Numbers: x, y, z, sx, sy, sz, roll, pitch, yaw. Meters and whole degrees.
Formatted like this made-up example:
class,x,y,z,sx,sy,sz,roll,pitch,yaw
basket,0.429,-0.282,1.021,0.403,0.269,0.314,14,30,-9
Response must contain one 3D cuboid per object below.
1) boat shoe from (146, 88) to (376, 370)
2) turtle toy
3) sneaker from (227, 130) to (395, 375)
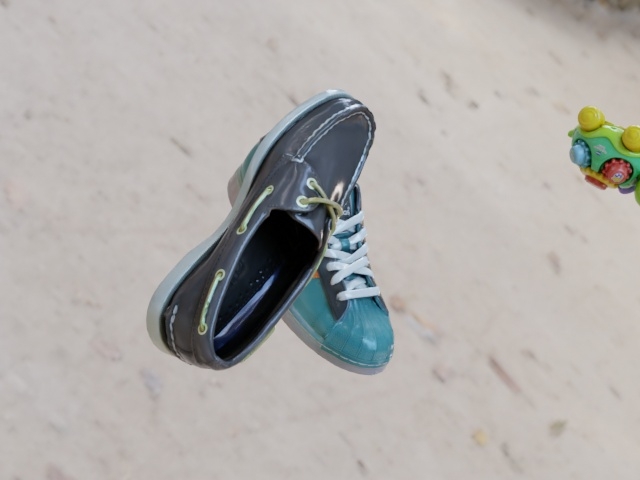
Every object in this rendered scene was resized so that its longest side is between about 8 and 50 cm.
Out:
class,x,y,z,sx,sy,sz,roll,pitch,yaw
boat shoe,-0.025,-0.006,1.029,0.069,0.228,0.081,19,-22,47
turtle toy,0.296,-0.076,1.466,0.130,0.066,0.095,29,0,26
sneaker,0.000,0.000,1.595,0.108,0.121,0.302,-6,52,-39
